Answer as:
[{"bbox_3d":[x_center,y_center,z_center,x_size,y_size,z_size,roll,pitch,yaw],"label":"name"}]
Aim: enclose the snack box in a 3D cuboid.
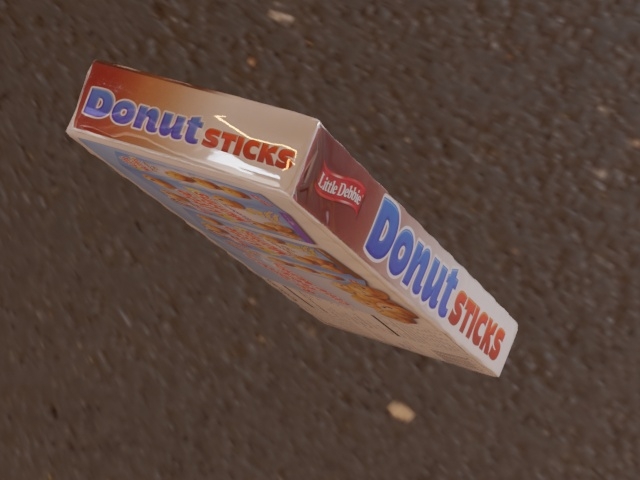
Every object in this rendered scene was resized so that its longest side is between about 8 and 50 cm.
[{"bbox_3d":[0.000,0.000,0.510,0.022,0.064,0.178,-68,155,-9],"label":"snack box"}]
